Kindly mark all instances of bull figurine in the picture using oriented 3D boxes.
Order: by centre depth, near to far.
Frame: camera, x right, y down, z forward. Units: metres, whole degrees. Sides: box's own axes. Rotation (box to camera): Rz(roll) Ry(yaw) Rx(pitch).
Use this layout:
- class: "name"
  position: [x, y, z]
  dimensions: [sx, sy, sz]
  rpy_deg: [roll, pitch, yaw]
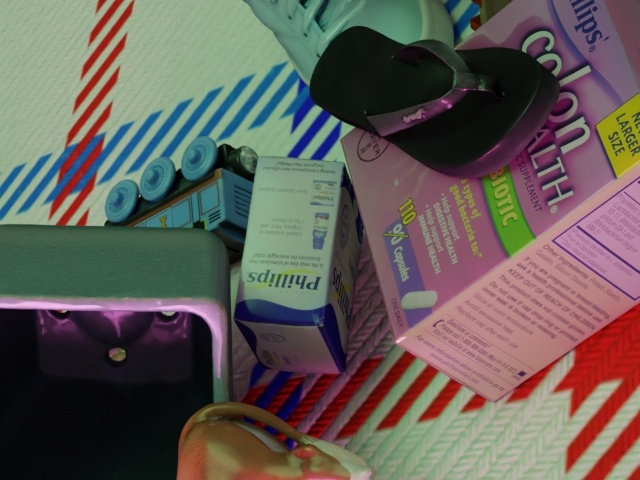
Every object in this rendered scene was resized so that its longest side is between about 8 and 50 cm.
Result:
- class: "bull figurine"
  position: [-0.041, 0.271, 1.341]
  dimensions: [0.188, 0.101, 0.310]
  rpy_deg: [6, 99, 20]

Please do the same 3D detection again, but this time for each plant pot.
- class: "plant pot"
  position: [-0.181, 0.103, 1.506]
  dimensions: [0.252, 0.247, 0.248]
  rpy_deg: [-83, -7, -67]

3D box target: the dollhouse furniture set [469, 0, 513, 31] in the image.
- class: "dollhouse furniture set"
  position: [0.076, -0.275, 1.574]
  dimensions: [0.262, 0.135, 0.259]
  rpy_deg: [-28, 42, -23]

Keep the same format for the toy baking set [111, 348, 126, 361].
- class: "toy baking set"
  position: [-0.237, 0.174, 1.736]
  dimensions: [0.197, 0.030, 0.256]
  rpy_deg: [-20, 51, 42]

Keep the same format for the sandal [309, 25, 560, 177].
- class: "sandal"
  position: [0.067, -0.106, 1.386]
  dimensions: [0.254, 0.054, 0.097]
  rpy_deg: [16, 77, 51]

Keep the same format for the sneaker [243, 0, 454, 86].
- class: "sneaker"
  position: [-0.021, -0.229, 1.677]
  dimensions: [0.135, 0.150, 0.366]
  rpy_deg: [-52, 38, 8]

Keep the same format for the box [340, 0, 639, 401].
- class: "box"
  position: [0.155, -0.046, 1.389]
  dimensions: [0.243, 0.117, 0.213]
  rpy_deg: [-37, 42, 24]

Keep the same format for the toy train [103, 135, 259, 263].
- class: "toy train"
  position: [-0.124, -0.018, 1.704]
  dimensions: [0.184, 0.080, 0.105]
  rpy_deg: [-26, 54, 33]

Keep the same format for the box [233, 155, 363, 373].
- class: "box"
  position: [-0.014, 0.021, 1.500]
  dimensions: [0.072, 0.126, 0.137]
  rpy_deg: [4, 70, 11]
